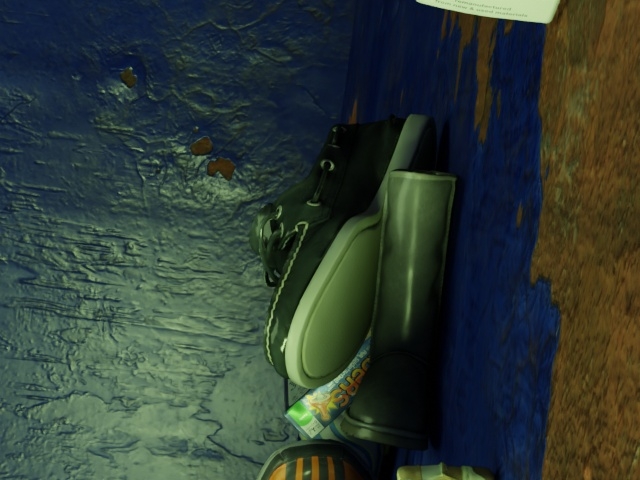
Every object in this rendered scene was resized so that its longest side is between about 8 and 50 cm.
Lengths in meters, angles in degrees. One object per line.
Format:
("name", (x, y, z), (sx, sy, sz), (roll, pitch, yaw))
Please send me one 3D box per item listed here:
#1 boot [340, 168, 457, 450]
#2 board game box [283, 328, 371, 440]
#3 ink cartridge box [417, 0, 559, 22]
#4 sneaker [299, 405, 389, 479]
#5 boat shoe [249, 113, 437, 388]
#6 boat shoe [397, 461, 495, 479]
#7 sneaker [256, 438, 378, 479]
("boot", (0.070, 0.049, 1.539), (0.189, 0.076, 0.208), (-97, 21, -81))
("board game box", (0.026, 0.096, 1.737), (0.136, 0.035, 0.201), (-42, 9, 7))
("ink cartridge box", (0.117, -0.250, 1.113), (0.218, 0.092, 0.158), (108, 169, -63))
("sneaker", (0.031, 0.228, 1.808), (0.240, 0.091, 0.126), (105, 153, -65))
("boat shoe", (0.000, -0.004, 1.624), (0.340, 0.113, 0.127), (-63, -24, -45))
("boat shoe", (0.062, 0.221, 1.148), (0.068, 0.072, 0.190), (102, 174, -56))
("sneaker", (0.005, 0.338, 1.696), (0.180, 0.124, 0.321), (-95, 1, -57))
